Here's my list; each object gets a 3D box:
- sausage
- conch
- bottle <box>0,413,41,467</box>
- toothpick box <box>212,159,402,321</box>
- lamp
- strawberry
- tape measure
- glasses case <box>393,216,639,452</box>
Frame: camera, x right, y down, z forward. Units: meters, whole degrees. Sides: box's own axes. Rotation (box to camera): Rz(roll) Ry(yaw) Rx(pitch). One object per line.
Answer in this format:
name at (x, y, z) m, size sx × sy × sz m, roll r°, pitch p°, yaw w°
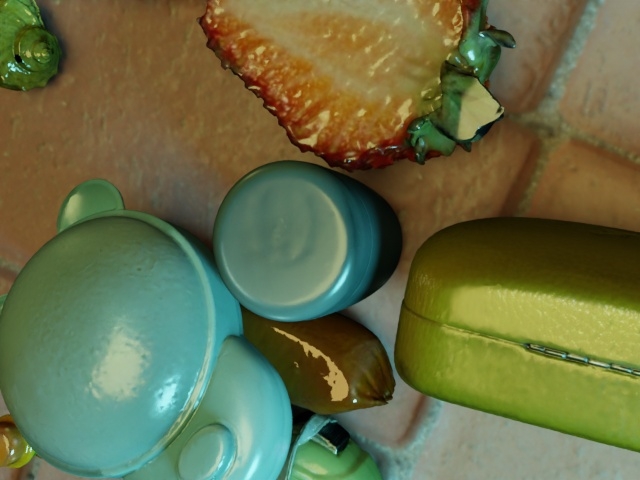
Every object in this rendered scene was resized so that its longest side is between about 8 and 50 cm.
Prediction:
sausage at (-0.097, 0.070, 0.948) m, size 0.348 × 0.097 × 0.094 m, roll 15°, pitch 107°, yaw 15°
conch at (-0.291, -0.187, 1.006) m, size 0.121 × 0.074 × 0.089 m, roll 18°, pitch 96°, yaw 36°
bottle at (-0.232, 0.160, 0.954) m, size 0.069 × 0.187 × 0.069 m, roll 1°, pitch 94°, yaw 19°
toothpick box at (0.000, 0.000, 0.866) m, size 0.120 × 0.184 × 0.120 m, roll 0°, pitch 90°, yaw 18°
lamp at (-0.143, 0.097, 0.838) m, size 0.284 × 0.147 × 0.209 m, roll 39°, pitch 100°, yaw 10°
strawberry at (0.041, -0.152, 0.883) m, size 0.286 × 0.106 × 0.188 m, roll 27°, pitch 99°, yaw 26°
tape measure at (-0.030, 0.237, 0.939) m, size 0.175 × 0.106 × 0.200 m, roll -11°, pitch 93°, yaw 20°
glasses case at (0.247, 0.071, 0.797) m, size 0.371 × 0.173 × 0.141 m, roll 13°, pitch 101°, yaw 14°
